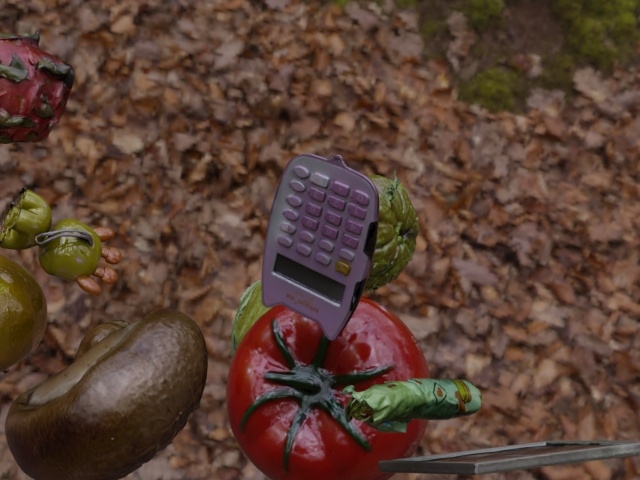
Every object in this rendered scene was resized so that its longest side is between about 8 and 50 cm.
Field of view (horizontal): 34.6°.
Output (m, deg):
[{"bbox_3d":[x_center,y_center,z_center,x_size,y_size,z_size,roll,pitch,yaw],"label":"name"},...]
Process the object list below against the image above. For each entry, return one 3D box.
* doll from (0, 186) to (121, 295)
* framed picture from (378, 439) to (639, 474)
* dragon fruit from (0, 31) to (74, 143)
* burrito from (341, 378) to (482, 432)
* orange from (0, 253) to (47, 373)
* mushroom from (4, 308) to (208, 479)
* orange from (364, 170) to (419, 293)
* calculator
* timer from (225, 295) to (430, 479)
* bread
[{"bbox_3d":[-0.446,0.004,1.789,0.221,0.135,0.142,30,45,-27],"label":"doll"},{"bbox_3d":[0.278,0.307,1.460,0.324,0.020,0.240,1,-10,-28],"label":"framed picture"},{"bbox_3d":[-0.440,-0.218,1.400,0.172,0.160,0.166,18,60,-40],"label":"dragon fruit"},{"bbox_3d":[0.116,0.228,1.392,0.288,0.104,0.054,10,47,-52],"label":"burrito"},{"bbox_3d":[-0.628,0.141,1.826,0.235,0.279,0.279,56,29,-5],"label":"orange"},{"bbox_3d":[-0.235,0.180,1.161,0.153,0.253,0.253,54,26,-8],"label":"mushroom"},{"bbox_3d":[0.127,-0.025,2.681,0.223,0.300,0.301,11,-19,37],"label":"orange"},{"bbox_3d":[0.001,0.000,1.640,0.194,0.294,0.043,25,25,27],"label":"calculator"},{"bbox_3d":[0.018,0.281,1.897,0.378,0.378,0.279,26,-4,22],"label":"timer"},{"bbox_3d":[-0.089,0.222,2.113,0.045,0.301,0.301,-9,9,36],"label":"bread"}]
